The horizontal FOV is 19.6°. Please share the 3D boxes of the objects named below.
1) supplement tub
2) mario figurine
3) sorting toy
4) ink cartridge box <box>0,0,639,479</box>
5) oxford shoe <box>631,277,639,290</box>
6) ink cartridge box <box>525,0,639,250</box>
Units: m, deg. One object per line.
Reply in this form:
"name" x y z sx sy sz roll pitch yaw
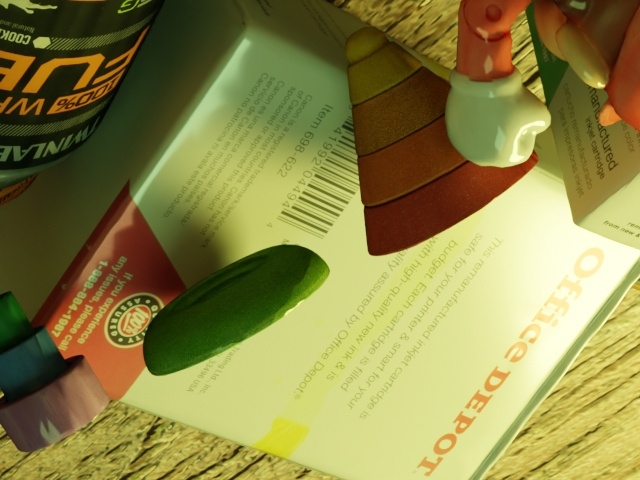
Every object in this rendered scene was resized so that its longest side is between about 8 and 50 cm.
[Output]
"supplement tub" -0.187 -0.167 1.092 0.193 0.193 0.316 11 141 -21
"mario figurine" 0.114 -0.172 1.072 0.320 0.170 0.198 43 115 -2
"sorting toy" -0.055 -0.012 1.121 0.365 0.127 0.126 -29 99 2
"ink cartridge box" 0.000 0.000 1.299 0.384 0.160 0.279 25 110 -34
"oxford shoe" 0.283 0.027 1.522 0.212 0.076 0.076 16 149 -26
"ink cartridge box" 0.273 -0.146 1.175 0.117 0.201 0.278 18 137 -30
